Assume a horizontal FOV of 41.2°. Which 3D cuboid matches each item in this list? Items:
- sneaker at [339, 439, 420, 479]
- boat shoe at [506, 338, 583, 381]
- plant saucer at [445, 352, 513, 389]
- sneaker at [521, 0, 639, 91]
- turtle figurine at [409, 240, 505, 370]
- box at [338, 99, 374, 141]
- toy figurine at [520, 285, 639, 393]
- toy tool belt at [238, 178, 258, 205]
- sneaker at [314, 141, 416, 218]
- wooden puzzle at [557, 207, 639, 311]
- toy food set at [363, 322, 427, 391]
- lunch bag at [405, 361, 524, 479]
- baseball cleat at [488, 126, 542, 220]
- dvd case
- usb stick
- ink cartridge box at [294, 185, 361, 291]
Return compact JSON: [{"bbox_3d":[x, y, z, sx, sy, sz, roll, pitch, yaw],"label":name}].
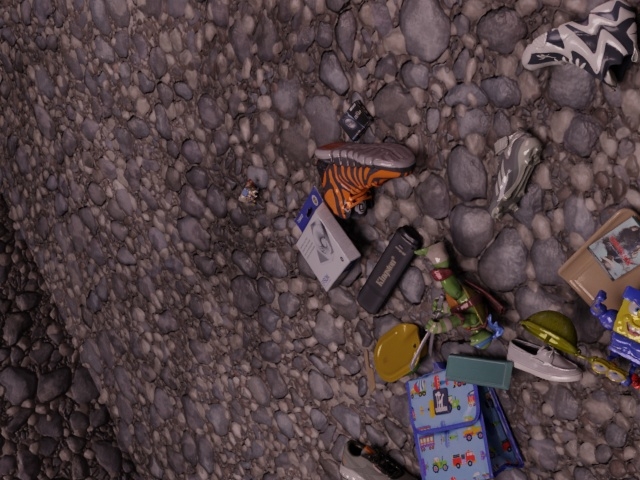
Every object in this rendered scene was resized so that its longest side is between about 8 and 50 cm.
[{"bbox_3d":[0.159,0.628,2.334,0.271,0.100,0.108,13,108,41],"label":"sneaker"},{"bbox_3d":[0.500,0.263,1.902,0.184,0.066,0.063,18,118,49],"label":"boat shoe"},{"bbox_3d":[0.366,0.305,1.997,0.192,0.018,0.067,0,76,51],"label":"plant saucer"},{"bbox_3d":[0.507,-0.343,1.639,0.235,0.094,0.153,-23,80,36],"label":"sneaker"},{"bbox_3d":[0.266,0.149,1.983,0.274,0.198,0.266,-24,84,42],"label":"turtle figurine"},{"bbox_3d":[0.088,-0.296,2.111,0.067,0.018,0.083,56,134,13],"label":"box"},{"bbox_3d":[0.612,0.169,1.688,0.362,0.191,0.217,29,95,37],"label":"toy figurine"},{"bbox_3d":[-0.195,-0.135,2.429,0.051,0.052,0.083,29,134,-5],"label":"toy tool belt"},{"bbox_3d":[0.119,-0.141,2.085,0.321,0.124,0.180,14,119,52],"label":"sneaker"},{"bbox_3d":[0.632,0.080,1.721,0.239,0.044,0.221,47,132,15],"label":"wooden puzzle"},{"bbox_3d":[0.206,0.298,2.195,0.218,0.071,0.128,-40,53,42],"label":"toy food set"},{"bbox_3d":[0.337,0.439,2.094,0.221,0.138,0.293,-27,72,44],"label":"lunch bag"},{"bbox_3d":[0.406,-0.148,1.841,0.109,0.072,0.206,52,130,36],"label":"baseball cleat"},{"bbox_3d":[0.597,0.017,1.683,0.087,0.013,0.119,55,133,8],"label":"dvd case"},{"bbox_3d":[0.171,0.079,2.153,0.077,0.045,0.278,47,131,22],"label":"usb stick"},{"bbox_3d":[0.000,0.000,2.240,0.224,0.045,0.223,57,154,13],"label":"ink cartridge box"}]
